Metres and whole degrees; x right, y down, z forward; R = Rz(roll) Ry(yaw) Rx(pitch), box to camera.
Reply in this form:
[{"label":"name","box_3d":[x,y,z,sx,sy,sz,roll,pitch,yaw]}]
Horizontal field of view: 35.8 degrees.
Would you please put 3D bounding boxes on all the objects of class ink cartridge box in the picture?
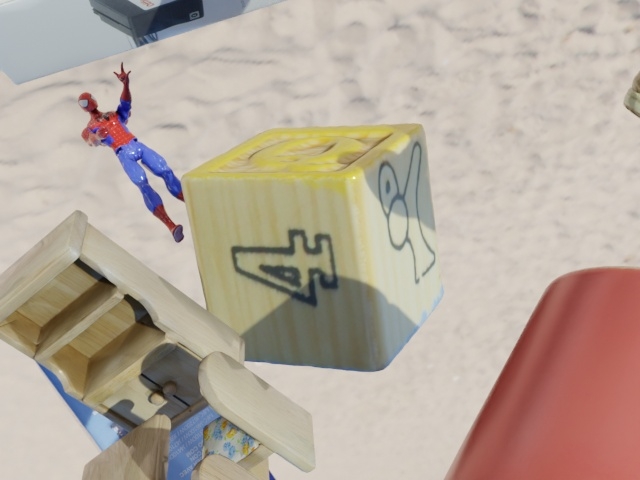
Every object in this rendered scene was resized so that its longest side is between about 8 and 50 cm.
[{"label":"ink cartridge box","box_3d":[-0.200,0.238,1.238,0.151,0.395,0.270,-38,-169,-16]},{"label":"ink cartridge box","box_3d":[-0.171,-0.298,0.876,0.307,0.223,0.129,-17,160,3]}]

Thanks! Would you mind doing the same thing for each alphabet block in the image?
[{"label":"alphabet block","box_3d":[0.000,0.000,1.000,0.193,0.197,0.192,0,-160,25]}]

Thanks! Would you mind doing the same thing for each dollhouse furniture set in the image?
[{"label":"dollhouse furniture set","box_3d":[-0.136,0.126,0.602,0.212,0.242,0.161,-37,122,21]}]

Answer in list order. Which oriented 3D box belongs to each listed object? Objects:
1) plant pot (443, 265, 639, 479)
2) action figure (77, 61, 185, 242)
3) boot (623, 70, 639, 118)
[{"label":"plant pot","box_3d":[0.188,0.163,0.568,0.275,0.243,0.275,19,164,6]},{"label":"action figure","box_3d":[-0.269,-0.141,1.445,0.091,0.280,0.139,-36,159,-25]},{"label":"boot","box_3d":[0.289,-0.123,0.545,0.213,0.077,0.165,8,114,3]}]
